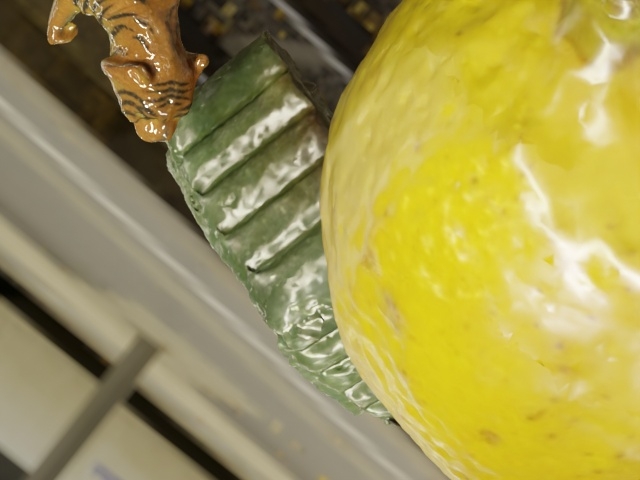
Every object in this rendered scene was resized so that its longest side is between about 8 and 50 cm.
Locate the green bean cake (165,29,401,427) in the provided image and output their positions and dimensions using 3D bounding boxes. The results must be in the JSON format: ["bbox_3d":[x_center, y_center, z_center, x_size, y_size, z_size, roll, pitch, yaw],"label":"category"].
[{"bbox_3d":[0.000,0.000,0.999,0.173,0.094,0.181,58,-174,33],"label":"green bean cake"}]

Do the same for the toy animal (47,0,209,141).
[{"bbox_3d":[-0.107,-0.170,0.927,0.099,0.057,0.241,8,109,57],"label":"toy animal"}]

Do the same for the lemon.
[{"bbox_3d":[0.124,-0.013,0.765,0.253,0.253,0.310,32,154,24],"label":"lemon"}]
